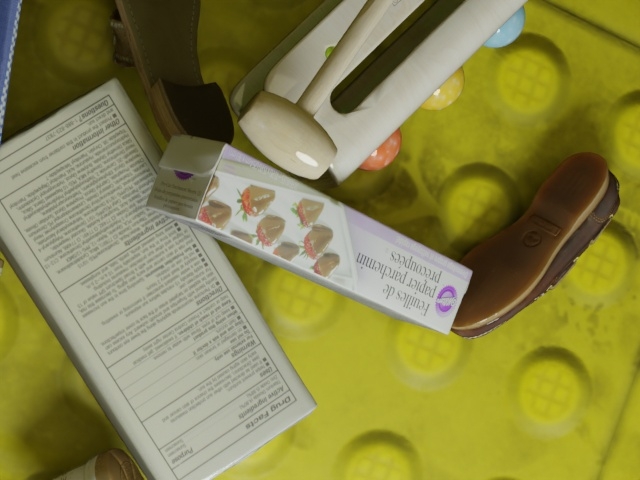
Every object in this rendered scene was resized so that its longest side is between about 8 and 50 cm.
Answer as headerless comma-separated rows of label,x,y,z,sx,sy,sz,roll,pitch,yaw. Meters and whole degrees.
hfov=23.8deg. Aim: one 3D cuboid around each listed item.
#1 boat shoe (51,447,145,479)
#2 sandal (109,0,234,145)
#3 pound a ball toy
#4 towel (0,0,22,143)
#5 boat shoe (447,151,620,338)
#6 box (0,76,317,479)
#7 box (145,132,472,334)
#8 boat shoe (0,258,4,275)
boat shoe,-0.149,0.304,1.248,0.096,0.098,0.277,-23,103,8
sandal,-0.142,-0.155,1.241,0.088,0.079,0.240,4,58,-41
pound a ball toy,0.064,-0.150,1.240,0.319,0.208,0.136,-45,102,-13
towel,-0.387,-0.165,1.132,0.336,0.040,0.243,7,86,5
boat shoe,0.193,0.015,1.355,0.207,0.073,0.073,-43,142,-6
box,-0.150,0.040,1.220,0.148,0.121,0.311,-32,100,-14
box,0.000,0.000,1.219,0.324,0.067,0.063,25,84,-45
boat shoe,-0.328,0.029,1.199,0.152,0.056,0.049,5,84,-17
